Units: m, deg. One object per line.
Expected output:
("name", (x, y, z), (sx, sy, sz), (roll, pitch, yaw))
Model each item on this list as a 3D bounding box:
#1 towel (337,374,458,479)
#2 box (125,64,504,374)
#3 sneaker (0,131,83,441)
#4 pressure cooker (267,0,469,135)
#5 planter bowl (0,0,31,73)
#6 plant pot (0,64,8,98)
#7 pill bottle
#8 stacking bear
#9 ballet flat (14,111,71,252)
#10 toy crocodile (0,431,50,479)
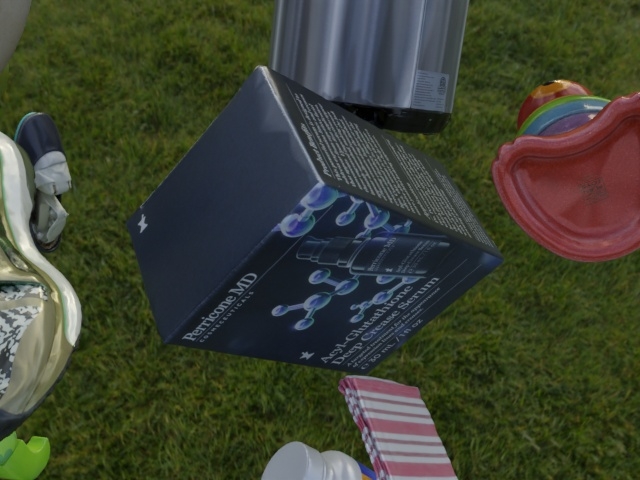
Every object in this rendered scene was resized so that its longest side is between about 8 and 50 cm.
("towel", (0.101, 0.252, 0.864), (0.144, 0.029, 0.197), (20, 39, -45))
("box", (0.000, 0.000, 1.000), (0.396, 0.293, 0.211), (19, 36, -45))
("sneaker", (-0.352, 0.008, 0.660), (0.158, 0.182, 0.410), (-40, 51, 5))
("pressure cooker", (0.096, -0.422, 1.371), (0.376, 0.420, 0.370), (8, 13, 8))
("planter bowl", (-0.205, -0.115, 0.263), (0.162, 0.162, 0.109), (15, 20, 9))
("plant pot", (-0.780, -0.344, 1.365), (0.367, 0.353, 0.366), (1, 96, 10))
("pill bottle", (0.040, 0.428, 1.165), (0.272, 0.152, 0.152), (39, 51, -26))
("stacking bear", (0.294, -0.106, 0.860), (0.176, 0.164, 0.289), (-21, 19, 18))
("ballet flat", (-0.347, -0.064, 0.931), (0.074, 0.203, 0.074), (14, 36, -10))
("toy crocodile", (-0.518, 0.225, 1.026), (0.115, 0.340, 0.105), (-20, 27, 39))
